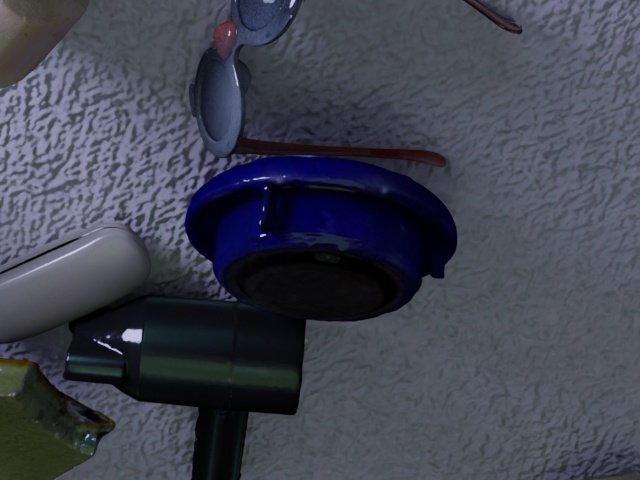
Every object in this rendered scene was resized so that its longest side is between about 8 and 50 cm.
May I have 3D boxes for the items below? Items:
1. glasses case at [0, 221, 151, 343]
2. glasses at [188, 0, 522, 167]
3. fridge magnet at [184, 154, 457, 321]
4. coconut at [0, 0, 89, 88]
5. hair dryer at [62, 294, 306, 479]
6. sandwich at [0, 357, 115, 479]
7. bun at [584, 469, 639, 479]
[{"bbox_3d":[-0.269,0.044,1.890,0.204,0.051,0.081,-22,125,13],"label":"glasses case"},{"bbox_3d":[0.023,-0.171,1.757,0.268,0.118,0.234,5,127,-31],"label":"glasses"},{"bbox_3d":[0.000,0.000,1.800,0.265,0.112,0.265,5,156,2],"label":"fridge magnet"},{"bbox_3d":[-0.279,-0.226,1.636,0.147,0.147,0.152,29,127,-21],"label":"coconut"},{"bbox_3d":[-0.151,0.181,1.975,0.244,0.116,0.302,5,133,-3],"label":"hair dryer"},{"bbox_3d":[-0.354,0.163,1.920,0.245,0.063,0.212,31,145,-19],"label":"sandwich"},{"bbox_3d":[0.312,0.347,2.103,0.222,0.127,0.222,-17,125,-27],"label":"bun"}]
